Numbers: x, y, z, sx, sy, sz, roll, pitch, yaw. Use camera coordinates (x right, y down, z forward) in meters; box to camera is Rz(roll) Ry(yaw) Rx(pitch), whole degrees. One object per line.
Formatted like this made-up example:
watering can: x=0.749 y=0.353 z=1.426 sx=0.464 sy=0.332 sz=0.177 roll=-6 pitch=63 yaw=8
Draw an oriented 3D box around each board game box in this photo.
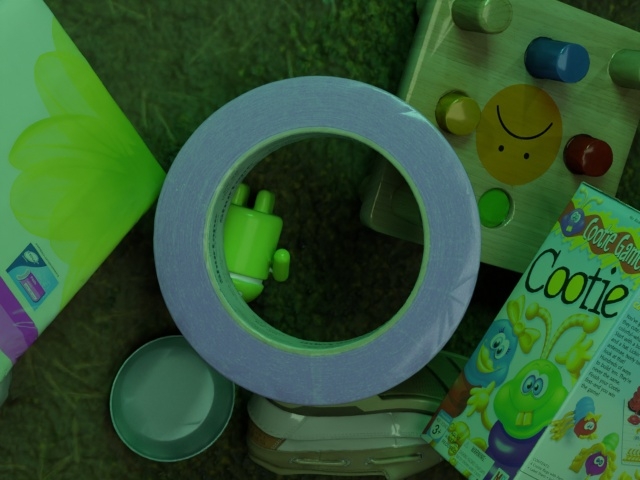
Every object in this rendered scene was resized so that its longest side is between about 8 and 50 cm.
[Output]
board game box: x=0.241 y=0.113 z=1.528 sx=0.144 sy=0.142 sz=0.275 roll=30 pitch=94 yaw=-33

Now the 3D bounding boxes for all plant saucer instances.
plant saucer: x=-0.138 y=0.143 z=1.572 sx=0.119 sy=0.021 sz=0.119 roll=-4 pitch=102 yaw=-21

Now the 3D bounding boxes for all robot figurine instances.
robot figurine: x=-0.074 y=0.006 z=1.548 sx=0.101 sy=0.067 sz=0.115 roll=17 pitch=92 yaw=4

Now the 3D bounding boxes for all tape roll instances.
tape roll: x=0.000 y=0.000 z=1.462 sx=0.275 sy=0.090 sz=0.275 roll=0 pitch=91 yaw=6

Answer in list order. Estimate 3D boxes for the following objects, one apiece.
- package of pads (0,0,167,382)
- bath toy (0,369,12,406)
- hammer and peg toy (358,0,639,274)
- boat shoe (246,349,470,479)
package of pads: x=-0.277 y=-0.045 z=1.374 sx=0.229 sy=0.101 sz=0.296 roll=57 pitch=43 yaw=-21
bath toy: x=-0.407 y=0.073 z=1.392 sx=0.348 sy=0.129 sz=0.151 roll=26 pitch=89 yaw=-25
hammer and peg toy: x=0.227 y=-0.096 z=1.622 sx=0.361 sy=0.127 sz=0.266 roll=15 pitch=94 yaw=-27
boat shoe: x=0.068 y=0.169 z=1.623 sx=0.302 sy=0.113 sz=0.103 roll=8 pitch=117 yaw=-25
